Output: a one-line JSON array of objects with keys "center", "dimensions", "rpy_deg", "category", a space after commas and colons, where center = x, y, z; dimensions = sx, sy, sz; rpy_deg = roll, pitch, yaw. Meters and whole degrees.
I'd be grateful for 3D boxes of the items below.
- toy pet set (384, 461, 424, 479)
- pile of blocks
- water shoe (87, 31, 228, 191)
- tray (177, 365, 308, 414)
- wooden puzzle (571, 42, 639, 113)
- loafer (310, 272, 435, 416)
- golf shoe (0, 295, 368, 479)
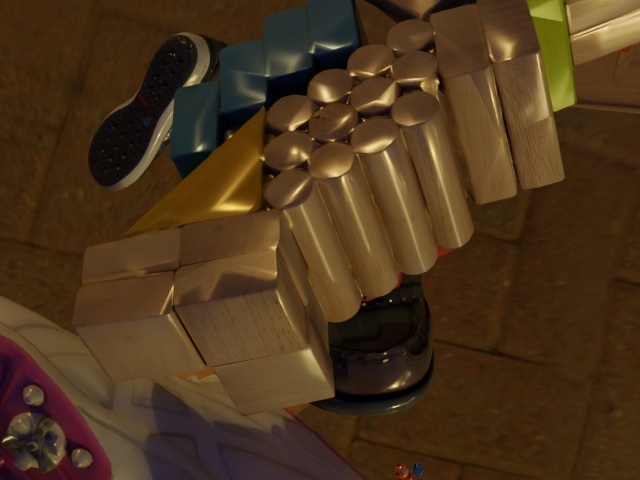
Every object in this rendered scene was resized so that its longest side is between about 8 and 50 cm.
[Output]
[{"center": [0.047, 0.289, 1.372], "dimensions": [0.065, 0.114, 0.122], "rpy_deg": [20, 63, -10], "category": "toy pet set"}, {"center": [0.041, -0.057, 0.604], "dimensions": [0.362, 0.112, 0.149], "rpy_deg": [-39, 51, -14], "category": "pile of blocks"}, {"center": [-0.161, -0.125, 1.368], "dimensions": [0.203, 0.080, 0.073], "rpy_deg": [-48, 66, 28], "category": "water shoe"}, {"center": [-0.151, 0.174, 1.423], "dimensions": [0.203, 0.411, 0.076], "rpy_deg": [-37, 69, 4], "category": "tray"}, {"center": [0.288, -0.224, 1.002], "dimensions": [0.080, 0.348, 0.322], "rpy_deg": [35, 87, -15], "category": "wooden puzzle"}, {"center": [0.000, 0.000, 0.739], "dimensions": [0.096, 0.267, 0.084], "rpy_deg": [-5, 114, -8], "category": "loafer"}, {"center": [-0.085, 0.103, 0.601], "dimensions": [0.306, 0.140, 0.115], "rpy_deg": [36, 115, -4], "category": "golf shoe"}]
